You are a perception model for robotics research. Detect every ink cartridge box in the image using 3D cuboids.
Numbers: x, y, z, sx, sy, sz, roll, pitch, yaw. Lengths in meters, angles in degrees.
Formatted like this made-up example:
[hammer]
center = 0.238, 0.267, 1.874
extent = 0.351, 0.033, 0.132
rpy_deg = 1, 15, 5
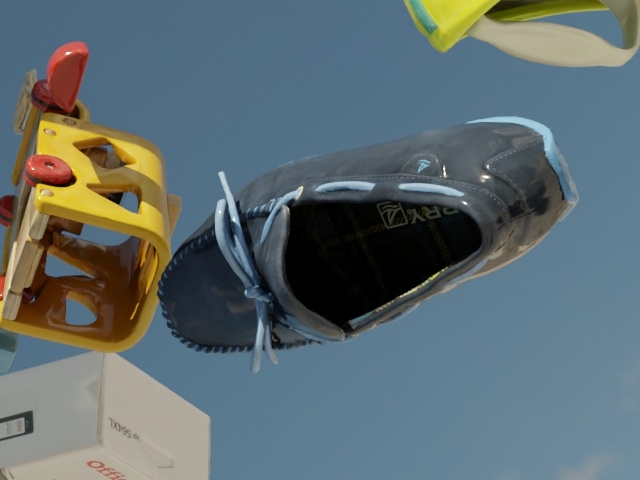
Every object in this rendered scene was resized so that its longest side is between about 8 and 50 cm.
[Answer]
[ink cartridge box]
center = -0.205, 0.165, 1.474
extent = 0.203, 0.086, 0.148
rpy_deg = -16, -33, 26

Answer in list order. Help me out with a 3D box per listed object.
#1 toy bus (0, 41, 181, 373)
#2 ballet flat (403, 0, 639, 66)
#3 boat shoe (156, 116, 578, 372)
[toy bus]
center = -0.138, -0.020, 1.163
extent = 0.191, 0.104, 0.202
rpy_deg = 145, 139, -68
[ballet flat]
center = 0.138, -0.113, 0.818
extent = 0.231, 0.077, 0.077
rpy_deg = -6, -20, -22
[boat shoe]
center = 0.000, 0.000, 0.941
extent = 0.258, 0.109, 0.089
rpy_deg = -29, 5, 41
